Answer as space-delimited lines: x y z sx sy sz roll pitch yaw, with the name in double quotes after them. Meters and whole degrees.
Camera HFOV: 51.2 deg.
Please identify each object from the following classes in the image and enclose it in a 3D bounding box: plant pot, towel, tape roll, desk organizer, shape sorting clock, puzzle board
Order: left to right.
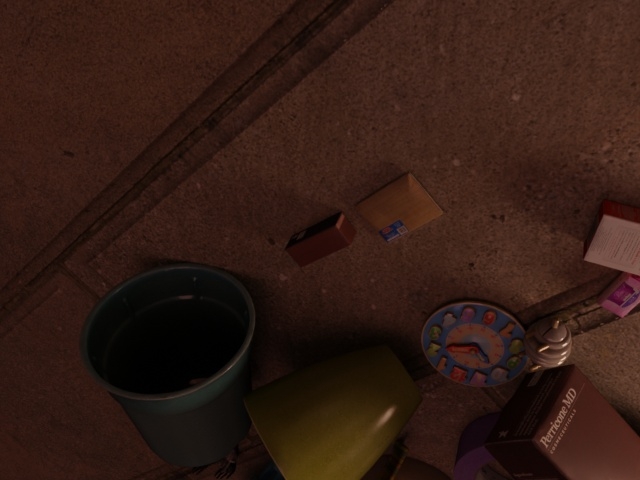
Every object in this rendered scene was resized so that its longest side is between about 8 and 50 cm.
-0.285 0.284 1.412 0.341 0.341 0.334 9 135 16 "plant pot"
0.000 0.000 1.251 0.130 0.047 0.050 -25 114 34 "desk organizer"
0.045 0.343 1.322 0.293 0.275 0.274 -32 113 -6 "plant pot"
0.125 0.555 1.475 0.021 0.237 0.102 30 169 4 "towel"
0.137 -0.056 1.178 0.128 0.011 0.096 -31 110 36 "puzzle board"
0.184 0.676 1.573 0.284 0.191 0.284 11 128 15 "plant pot"
0.295 0.203 1.281 0.206 0.040 0.206 11 128 14 "shape sorting clock"
0.423 0.488 1.405 0.275 0.090 0.274 11 127 15 "tape roll"

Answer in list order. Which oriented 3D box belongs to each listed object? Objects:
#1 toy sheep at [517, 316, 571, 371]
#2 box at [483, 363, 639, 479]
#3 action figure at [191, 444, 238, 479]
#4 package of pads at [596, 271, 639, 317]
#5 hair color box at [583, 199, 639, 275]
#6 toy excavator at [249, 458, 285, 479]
0.404 0.182 1.192 0.091 0.091 0.132 16 141 11 "toy sheep"
0.500 0.431 1.216 0.381 0.191 0.143 46 147 -3 "box"
-0.269 0.499 1.664 0.164 0.141 0.275 15 132 13 "action figure"
0.508 0.087 1.116 0.050 0.032 0.083 28 130 -1 "package of pads"
0.510 0.006 1.043 0.167 0.053 0.093 17 128 12 "hair color box"
-0.046 0.590 1.604 0.222 0.445 0.433 33 171 -4 "toy excavator"
